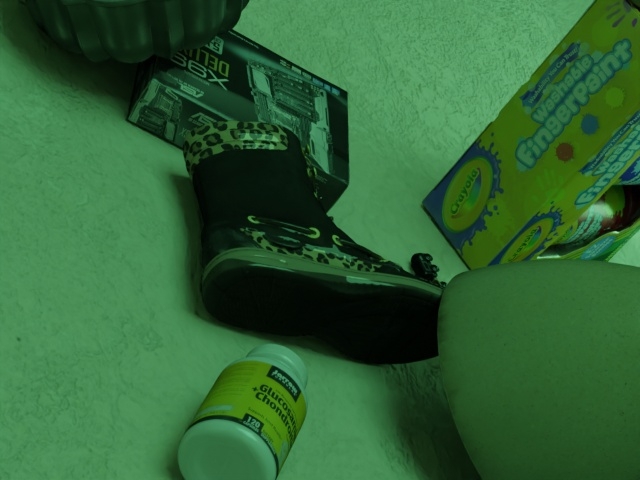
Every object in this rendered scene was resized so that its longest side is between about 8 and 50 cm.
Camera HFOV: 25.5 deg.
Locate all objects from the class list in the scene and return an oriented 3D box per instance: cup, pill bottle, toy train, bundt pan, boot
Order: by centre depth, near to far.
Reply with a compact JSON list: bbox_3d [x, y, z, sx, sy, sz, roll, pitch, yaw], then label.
[{"bbox_3d":[-0.072,0.184,1.461,0.103,0.103,0.184,36,31,-4],"label":"pill bottle"},{"bbox_3d":[0.324,0.155,1.680,0.331,0.237,0.331,38,40,-41],"label":"cup"},{"bbox_3d":[0.000,0.000,1.766,0.377,0.138,0.284,11,39,-30],"label":"boot"},{"bbox_3d":[-0.236,-0.341,1.870,0.331,0.124,0.331,-4,38,3],"label":"bundt pan"},{"bbox_3d":[0.164,0.077,1.933,0.036,0.027,0.158,6,43,-38],"label":"toy train"}]

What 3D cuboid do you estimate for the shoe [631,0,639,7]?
[{"bbox_3d":[0.504,-0.298,1.890,0.219,0.058,0.076,32,32,-12],"label":"shoe"}]

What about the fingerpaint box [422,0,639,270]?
[{"bbox_3d":[0.428,-0.150,2.108,0.371,0.445,0.163,-1,49,-49],"label":"fingerpaint box"}]

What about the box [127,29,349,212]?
[{"bbox_3d":[-0.107,-0.187,1.951,0.307,0.076,0.242,27,32,-18],"label":"box"}]
